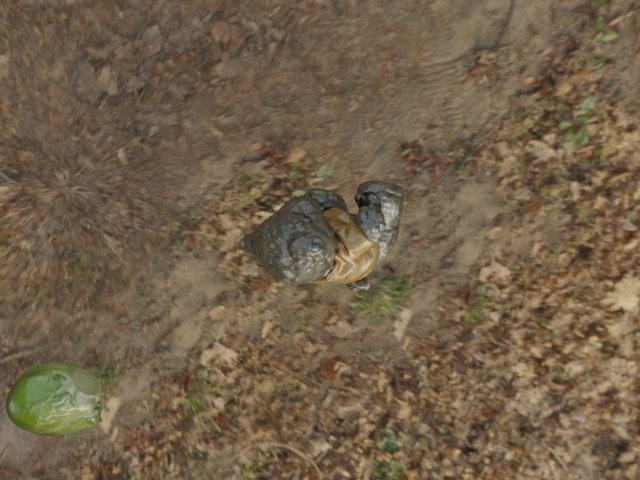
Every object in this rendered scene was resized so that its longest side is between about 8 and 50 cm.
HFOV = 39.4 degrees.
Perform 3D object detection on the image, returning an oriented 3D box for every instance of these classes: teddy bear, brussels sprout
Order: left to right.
[{"bbox_3d":[-0.434,0.256,1.454,0.155,0.155,0.117,-10,54,-15],"label":"brussels sprout"},{"bbox_3d":[0.000,0.000,1.088,0.190,0.177,0.140,-6,93,-44],"label":"teddy bear"}]
